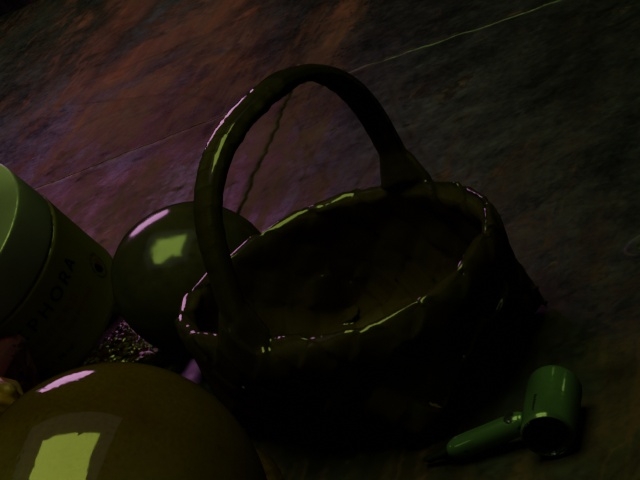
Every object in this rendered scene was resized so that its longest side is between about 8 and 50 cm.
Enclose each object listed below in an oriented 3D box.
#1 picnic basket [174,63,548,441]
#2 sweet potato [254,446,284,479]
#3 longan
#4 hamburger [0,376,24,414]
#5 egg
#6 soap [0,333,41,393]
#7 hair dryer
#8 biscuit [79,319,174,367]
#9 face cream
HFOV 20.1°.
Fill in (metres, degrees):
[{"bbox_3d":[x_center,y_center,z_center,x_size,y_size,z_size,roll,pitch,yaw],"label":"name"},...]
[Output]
[{"bbox_3d":[0.000,0.000,1.644,0.337,0.337,0.293,-5,31,44],"label":"picnic basket"},{"bbox_3d":[-0.117,0.205,1.652,0.314,0.072,0.066,6,54,50],"label":"sweet potato"},{"bbox_3d":[-0.120,0.046,1.905,0.204,0.159,0.185,28,35,20],"label":"longan"},{"bbox_3d":[-0.272,0.209,1.583,0.149,0.237,0.237,-54,29,-15],"label":"hamburger"},{"bbox_3d":[-0.164,0.245,1.366,0.250,0.250,0.322,-13,46,32],"label":"egg"},{"bbox_3d":[-0.459,0.226,1.930,0.325,0.127,0.220,-18,21,24],"label":"soap"},{"bbox_3d":[0.146,0.158,1.495,0.150,0.047,0.071,-24,22,26],"label":"hair dryer"},{"bbox_3d":[-0.191,0.108,2.010,0.131,0.026,0.237,-11,26,39],"label":"biscuit"},{"bbox_3d":[-0.368,0.047,2.052,0.218,0.179,0.218,-23,45,25],"label":"face cream"}]
